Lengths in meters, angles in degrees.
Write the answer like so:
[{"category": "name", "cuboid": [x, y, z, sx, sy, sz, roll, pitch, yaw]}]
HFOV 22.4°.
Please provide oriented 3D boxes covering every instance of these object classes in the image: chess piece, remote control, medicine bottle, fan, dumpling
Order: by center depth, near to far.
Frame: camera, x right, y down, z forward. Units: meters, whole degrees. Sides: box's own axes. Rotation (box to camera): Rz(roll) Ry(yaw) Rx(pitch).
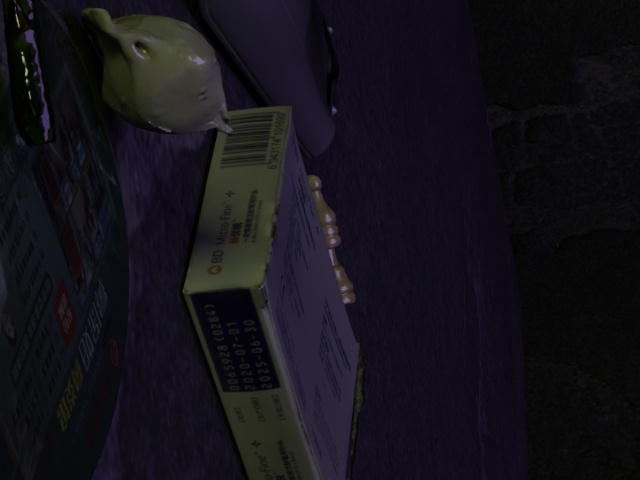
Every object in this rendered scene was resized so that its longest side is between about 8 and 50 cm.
[{"category": "fan", "cuboid": [-0.111, -0.045, 0.610, 0.223, 0.012, 0.294, -28, 111, -79]}, {"category": "dumpling", "cuboid": [-0.072, -0.076, 0.709, 0.057, 0.076, 0.052, 52, -51, 44]}, {"category": "medicine bottle", "cuboid": [-0.020, 0.047, 0.931, 0.171, 0.052, 0.201, -84, 163, -49]}, {"category": "remote control", "cuboid": [-0.024, -0.150, 1.020, 0.313, 0.055, 0.109, 52, 34, -71]}, {"category": "chess piece", "cuboid": [0.000, 0.000, 1.120, 0.035, 0.035, 0.092, -15, 94, -79]}]

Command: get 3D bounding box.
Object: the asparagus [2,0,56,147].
[{"category": "asparagus", "cuboid": [-0.115, -0.148, 0.579, 0.023, 0.022, 0.232, -4, 87, -53]}]
